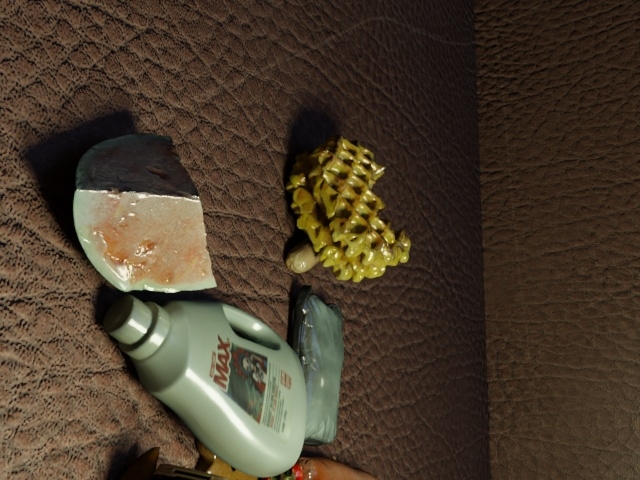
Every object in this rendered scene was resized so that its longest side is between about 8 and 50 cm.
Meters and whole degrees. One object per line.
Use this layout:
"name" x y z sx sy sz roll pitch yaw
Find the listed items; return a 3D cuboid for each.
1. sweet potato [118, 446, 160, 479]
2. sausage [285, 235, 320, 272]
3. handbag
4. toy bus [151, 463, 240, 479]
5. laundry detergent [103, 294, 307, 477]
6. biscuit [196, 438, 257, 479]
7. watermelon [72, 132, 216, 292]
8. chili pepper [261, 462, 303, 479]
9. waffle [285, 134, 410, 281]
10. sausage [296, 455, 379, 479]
"sweet potato" -0.292 0.398 1.259 0.265 0.057 0.057 -61 140 -45
"sausage" 0.002 -0.001 1.985 0.301 0.065 0.066 -46 127 -59
"handbag" -0.010 0.272 1.906 0.191 0.074 0.333 28 63 -58
"toy bus" -0.181 0.460 1.332 0.290 0.139 0.157 83 21 -48
"laundry detergent" -0.181 0.195 1.427 0.398 0.124 0.264 42 38 -39
"biscuit" -0.145 0.323 1.613 0.302 0.043 0.278 -67 144 -47
"watermelon" -0.250 -0.032 1.311 0.256 0.175 0.260 -55 157 -45
"chili pepper" -0.071 0.450 1.653 0.192 0.084 0.086 88 -18 -60
"waffle" 0.061 -0.076 1.936 0.261 0.151 0.324 15 49 -52
"sausage" 0.036 0.527 1.928 0.419 0.094 0.094 38 22 -58
